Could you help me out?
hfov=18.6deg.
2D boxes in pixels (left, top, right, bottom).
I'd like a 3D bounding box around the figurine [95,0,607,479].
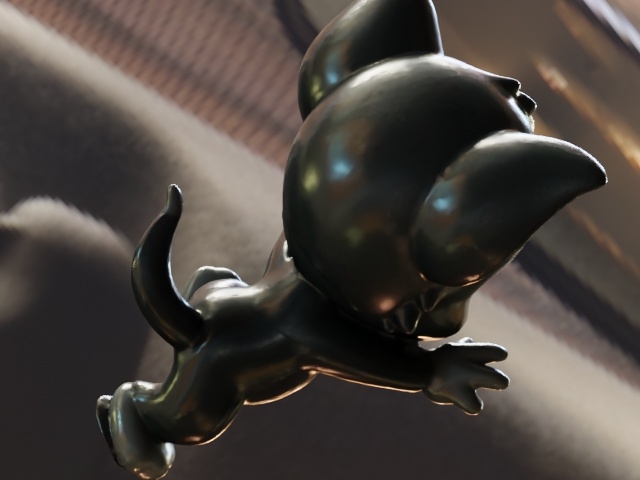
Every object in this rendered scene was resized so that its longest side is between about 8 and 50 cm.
[{"bbox_3d":[-0.005,0.000,0.953,0.140,0.265,0.193,62,-178,-46],"label":"figurine"}]
